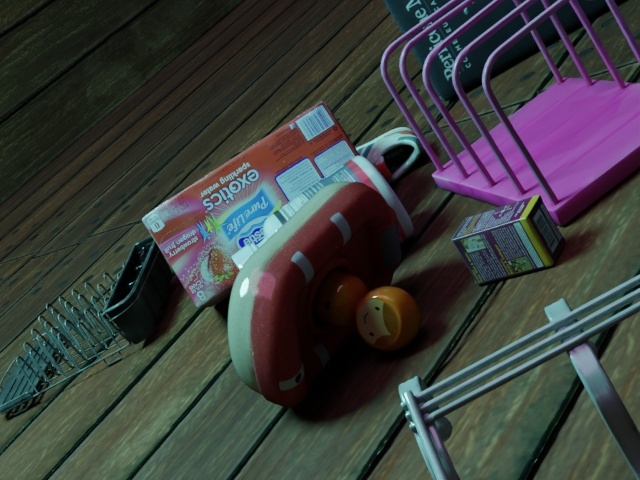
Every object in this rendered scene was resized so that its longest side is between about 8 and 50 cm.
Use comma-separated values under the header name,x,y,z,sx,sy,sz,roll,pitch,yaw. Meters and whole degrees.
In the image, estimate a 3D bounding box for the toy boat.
name,x,y,z,sx,sy,sz,roll,pitch,yaw
toy boat,0.023,0.059,1.120,0.151,0.151,0.231,20,49,31

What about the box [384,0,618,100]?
name,x,y,z,sx,sy,sz,roll,pitch,yaw
box,0.245,-0.536,1.659,0.471,0.480,0.297,-29,19,13

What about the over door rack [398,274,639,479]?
name,x,y,z,sx,sy,sz,roll,pitch,yaw
over door rack,0.188,0.148,0.655,0.239,0.108,0.324,-30,33,9

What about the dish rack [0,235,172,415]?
name,x,y,z,sx,sy,sz,roll,pitch,yaw
dish rack,-0.323,0.118,1.600,0.271,0.074,0.208,-29,18,15

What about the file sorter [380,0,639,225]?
name,x,y,z,sx,sy,sz,roll,pitch,yaw
file sorter,0.214,-0.166,1.250,0.202,0.182,0.290,-37,19,-9

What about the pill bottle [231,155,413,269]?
name,x,y,z,sx,sy,sz,roll,pitch,yaw
pill bottle,0.000,0.000,1.306,0.180,0.108,0.108,-35,18,-4

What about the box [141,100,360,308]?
name,x,y,z,sx,sy,sz,roll,pitch,yaw
box,-0.065,-0.039,1.433,0.257,0.128,0.122,-33,-4,2

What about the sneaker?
name,x,y,z,sx,sy,sz,roll,pitch,yaw
sneaker,0.057,-0.088,1.511,0.161,0.057,0.075,-30,13,2

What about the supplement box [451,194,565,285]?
name,x,y,z,sx,sy,sz,roll,pitch,yaw
supplement box,0.172,0.000,1.104,0.083,0.055,0.043,-17,23,38
